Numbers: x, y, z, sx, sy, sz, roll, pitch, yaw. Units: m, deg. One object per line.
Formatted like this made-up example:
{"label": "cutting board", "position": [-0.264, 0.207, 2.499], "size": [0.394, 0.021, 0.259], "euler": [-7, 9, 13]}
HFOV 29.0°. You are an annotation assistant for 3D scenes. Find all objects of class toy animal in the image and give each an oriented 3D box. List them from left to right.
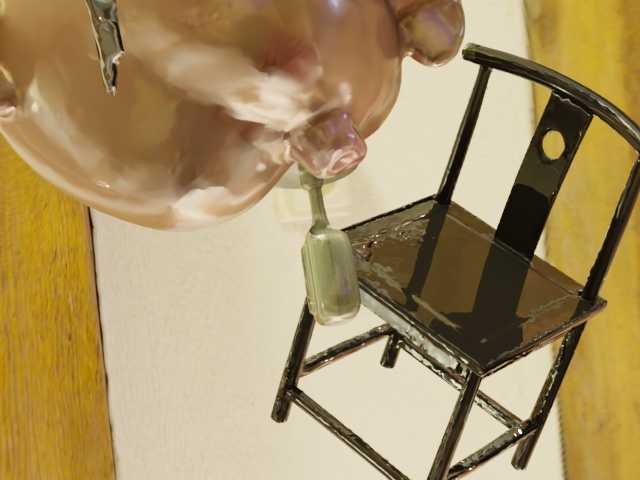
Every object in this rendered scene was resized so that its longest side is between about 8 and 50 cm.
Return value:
{"label": "toy animal", "position": [-0.014, -0.109, 0.425], "size": [0.250, 0.166, 0.154], "euler": [-41, -123, 4]}

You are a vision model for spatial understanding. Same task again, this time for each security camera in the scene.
{"label": "security camera", "position": [0.000, 0.000, 0.659], "size": [0.058, 0.058, 0.092], "euler": [-5, -106, -11]}

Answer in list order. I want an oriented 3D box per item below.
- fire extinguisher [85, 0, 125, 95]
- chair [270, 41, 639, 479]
{"label": "fire extinguisher", "position": [-0.188, -0.022, 0.126], "size": [0.376, 0.200, 0.113], "euler": [-24, -116, 13]}
{"label": "chair", "position": [0.087, 0.030, 0.771], "size": [0.141, 0.154, 0.260], "euler": [-21, -44, -44]}
